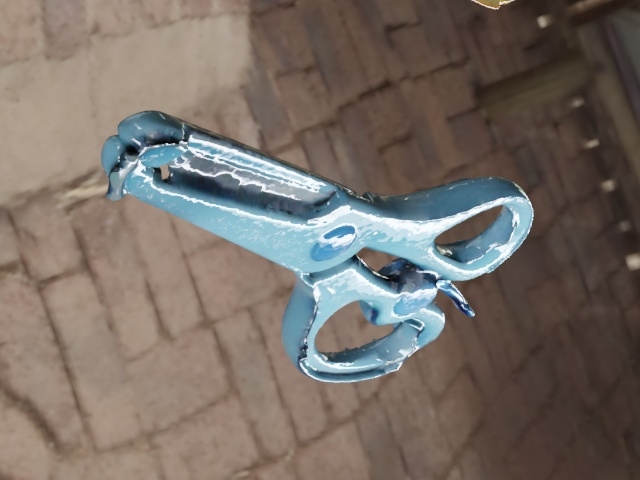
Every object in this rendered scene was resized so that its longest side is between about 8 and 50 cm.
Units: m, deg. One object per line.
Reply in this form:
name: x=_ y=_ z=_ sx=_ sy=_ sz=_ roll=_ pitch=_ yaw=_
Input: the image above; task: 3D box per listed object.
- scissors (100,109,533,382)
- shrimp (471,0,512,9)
scissors: x=0.000 y=0.000 z=0.798 sx=0.032 sy=0.180 sz=0.393 roll=53 pitch=15 yaw=28
shrimp: x=0.055 y=-0.098 z=0.477 sx=0.108 sy=0.023 sz=0.059 roll=15 pitch=50 yaw=-40
